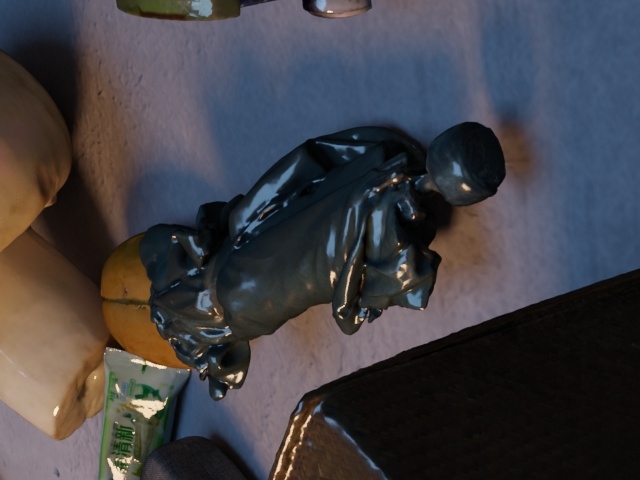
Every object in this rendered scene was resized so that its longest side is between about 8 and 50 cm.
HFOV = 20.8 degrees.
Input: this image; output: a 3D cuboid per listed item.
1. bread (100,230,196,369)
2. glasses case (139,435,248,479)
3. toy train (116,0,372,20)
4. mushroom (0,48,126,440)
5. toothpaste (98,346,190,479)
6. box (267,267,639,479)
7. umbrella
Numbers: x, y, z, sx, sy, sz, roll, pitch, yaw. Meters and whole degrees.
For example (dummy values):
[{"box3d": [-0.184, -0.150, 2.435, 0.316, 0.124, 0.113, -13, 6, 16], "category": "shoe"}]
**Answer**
[{"box3d": [-0.125, 0.048, 1.402, 0.189, 0.077, 0.114, 0, 107, 51], "category": "bread"}, {"box3d": [-0.124, 0.315, 1.501, 0.131, 0.074, 0.323, 47, 137, 31], "category": "glasses case"}, {"box3d": [-0.033, -0.274, 1.041, 0.131, 0.202, 0.300, 15, 114, 49], "category": "toy train"}, {"box3d": [-0.340, -0.002, 1.473, 0.353, 0.353, 0.325, 45, 152, 34], "category": "mushroom"}, {"box3d": [-0.170, 0.218, 1.543, 0.074, 0.048, 0.297, 12, 124, 1], "category": "toothpaste"}, {"box3d": [0.113, 0.148, 0.947, 0.143, 0.273, 0.184, 48, 138, 32], "category": "box"}, {"box3d": [0.002, 0.002, 1.187, 0.349, 0.094, 0.143, -28, 80, 46], "category": "umbrella"}]
